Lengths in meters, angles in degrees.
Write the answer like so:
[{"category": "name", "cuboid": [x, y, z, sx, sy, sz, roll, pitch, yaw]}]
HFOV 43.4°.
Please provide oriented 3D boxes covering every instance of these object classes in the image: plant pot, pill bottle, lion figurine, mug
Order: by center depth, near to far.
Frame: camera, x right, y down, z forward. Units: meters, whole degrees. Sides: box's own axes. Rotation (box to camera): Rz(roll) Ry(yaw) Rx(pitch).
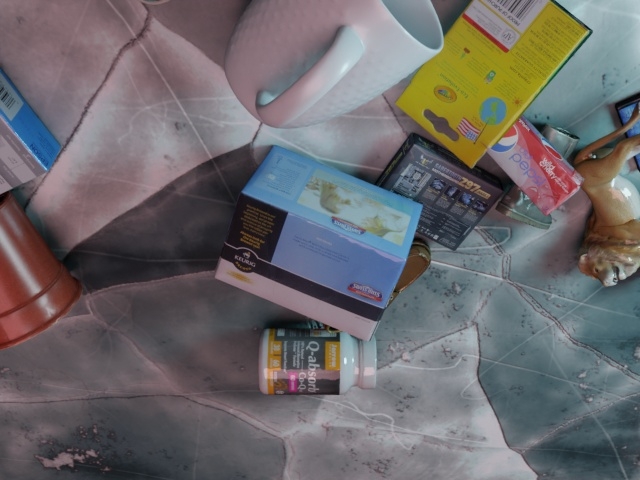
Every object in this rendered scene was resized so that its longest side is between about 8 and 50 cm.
[{"category": "mug", "cuboid": [-0.005, -0.323, 1.363, 0.328, 0.374, 0.276, -32, 116, 29]}, {"category": "lion figurine", "cuboid": [0.619, -0.089, 1.693, 0.240, 0.142, 0.392, -11, 114, 37]}, {"category": "plant pot", "cuboid": [-0.696, 0.052, 1.723, 0.272, 0.272, 0.265, -15, 117, 11]}, {"category": "pill bottle", "cuboid": [-0.007, 0.293, 1.946, 0.279, 0.162, 0.162, 0, 126, 0]}]

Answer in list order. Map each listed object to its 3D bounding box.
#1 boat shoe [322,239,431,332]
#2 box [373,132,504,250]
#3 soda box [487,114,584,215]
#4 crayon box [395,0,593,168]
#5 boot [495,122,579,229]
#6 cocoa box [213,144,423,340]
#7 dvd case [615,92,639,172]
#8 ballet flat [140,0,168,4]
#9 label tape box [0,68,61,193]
[{"category": "boat shoe", "cuboid": [0.132, 0.118, 1.851, 0.307, 0.104, 0.111, -37, 118, 24]}, {"category": "box", "cuboid": [0.243, -0.101, 1.718, 0.233, 0.059, 0.183, 25, 123, -16]}, {"category": "soda box", "cuboid": [0.391, -0.178, 1.576, 0.263, 0.083, 0.092, 48, 116, 4]}, {"category": "crayon box", "cuboid": [0.311, -0.318, 1.477, 0.202, 0.081, 0.318, 43, 115, 8]}, {"category": "boot", "cuboid": [0.474, -0.133, 1.689, 0.190, 0.076, 0.208, 11, 109, -47]}, {"category": "cocoa box", "cuboid": [0.000, 0.000, 1.643, 0.347, 0.231, 0.228, 22, 124, 2]}, {"category": "dvd case", "cuboid": [0.745, -0.255, 1.626, 0.253, 0.022, 0.180, -24, 122, 17]}, {"category": "ballet flat", "cuboid": [-0.153, -0.530, 1.361, 0.400, 0.139, 0.139, -23, 123, 11]}, {"category": "label tape box", "cuboid": [-0.747, -0.192, 1.620, 0.348, 0.115, 0.249, -23, 123, 14]}]
